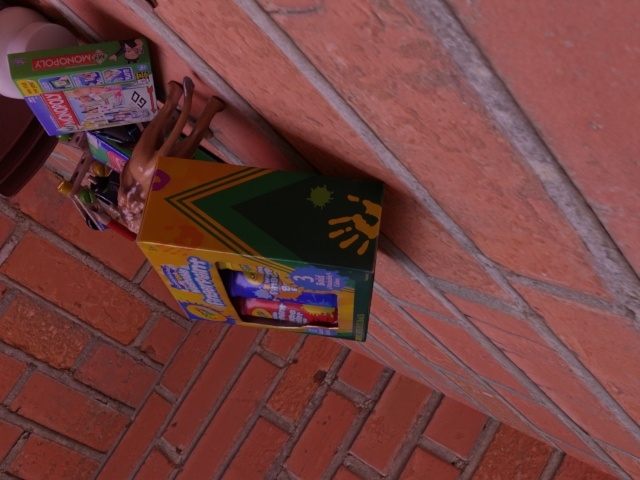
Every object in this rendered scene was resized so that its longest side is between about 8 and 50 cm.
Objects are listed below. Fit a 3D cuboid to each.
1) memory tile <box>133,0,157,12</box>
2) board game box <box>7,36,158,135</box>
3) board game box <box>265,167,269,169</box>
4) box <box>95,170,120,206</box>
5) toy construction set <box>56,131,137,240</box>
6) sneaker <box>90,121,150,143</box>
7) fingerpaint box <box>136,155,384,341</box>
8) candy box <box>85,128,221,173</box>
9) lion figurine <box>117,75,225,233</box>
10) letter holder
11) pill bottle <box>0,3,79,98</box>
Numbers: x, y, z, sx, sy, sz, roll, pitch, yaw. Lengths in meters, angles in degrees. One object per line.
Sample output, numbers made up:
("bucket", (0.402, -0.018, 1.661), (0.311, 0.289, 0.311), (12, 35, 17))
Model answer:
("memory tile", (-0.285, -0.366, 1.033), (0.148, 0.012, 0.113), (32, 169, -2))
("board game box", (-0.398, -0.261, 1.357), (0.214, 0.046, 0.317), (-11, 174, -10))
("board game box", (-0.011, -0.053, 1.529), (0.210, 0.047, 0.160), (26, 167, 26))
("box", (-0.531, -0.148, 2.215), (0.156, 0.158, 0.093), (35, 167, -12))
("toy construction set", (-0.570, -0.154, 1.935), (0.237, 0.257, 0.309), (38, -167, -44))
("sneaker", (-0.444, -0.277, 1.543), (0.217, 0.121, 0.079), (35, 167, -15))
("fingerpaint box", (-0.085, 0.038, 1.393), (0.371, 0.163, 0.445), (8, 159, 4))
("candy box", (-0.362, -0.172, 1.766), (0.317, 0.122, 0.268), (32, 168, -7))
("lion figurine", (-0.294, -0.144, 1.411), (0.142, 0.240, 0.392), (32, 168, 0))
("letter holder", (-0.802, -0.280, 2.018), (0.214, 0.301, 0.152), (36, 168, -18))
("pill bottle", (-0.597, -0.358, 1.460), (0.302, 0.169, 0.169), (16, 162, 32))
